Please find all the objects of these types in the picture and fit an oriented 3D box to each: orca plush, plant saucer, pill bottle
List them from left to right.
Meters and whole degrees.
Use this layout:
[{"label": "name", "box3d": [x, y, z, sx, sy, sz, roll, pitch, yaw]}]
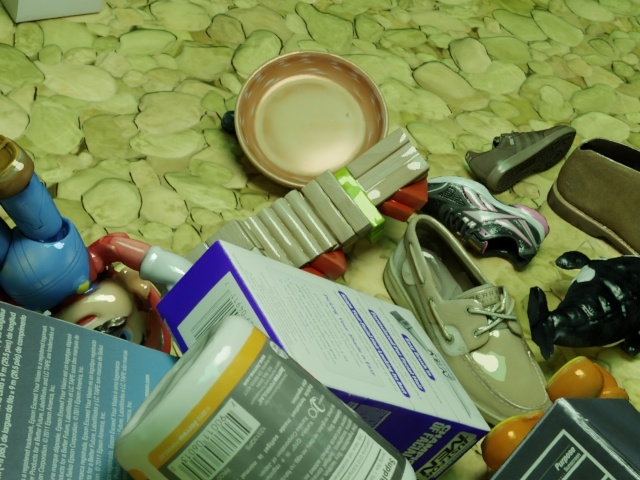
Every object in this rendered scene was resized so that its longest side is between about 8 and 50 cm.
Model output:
[{"label": "pill bottle", "box3d": [-0.022, 0.206, 1.184, 0.278, 0.162, 0.162, 42, 42, -7]}, {"label": "plant saucer", "box3d": [-0.012, -0.152, 1.834, 0.200, 0.037, 0.199, 2, 68, -4]}, {"label": "orca plush", "box3d": [0.349, 0.055, 1.712, 0.287, 0.102, 0.151, 2, 56, -47]}]

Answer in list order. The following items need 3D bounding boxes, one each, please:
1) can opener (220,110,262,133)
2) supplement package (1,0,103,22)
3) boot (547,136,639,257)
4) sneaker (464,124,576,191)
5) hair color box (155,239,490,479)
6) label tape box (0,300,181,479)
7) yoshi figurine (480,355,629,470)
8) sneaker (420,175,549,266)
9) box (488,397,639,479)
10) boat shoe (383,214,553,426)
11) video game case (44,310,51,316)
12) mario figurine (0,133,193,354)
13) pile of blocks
[{"label": "can opener", "box3d": [-0.040, -0.148, 1.883, 0.186, 0.059, 0.073, 3, 70, -3]}, {"label": "supplement package", "box3d": [-0.409, -0.436, 1.996, 0.139, 0.133, 0.244, -13, 50, -31]}, {"label": "boot", "box3d": [0.457, -0.030, 1.889, 0.305, 0.115, 0.112, 30, 41, 11]}, {"label": "sneaker", "box3d": [0.280, -0.131, 1.969, 0.188, 0.066, 0.071, -26, 57, -39]}, {"label": "hair color box", "box3d": [0.009, 0.133, 1.437, 0.339, 0.110, 0.185, 20, 29, -49]}, {"label": "label tape box", "box3d": [-0.271, 0.181, 1.256, 0.348, 0.115, 0.249, 18, 33, -17]}, {"label": "yoshi figurine", "box3d": [0.314, 0.303, 1.429, 0.203, 0.203, 0.362, -27, 64, -18]}, {"label": "sneaker", "box3d": [0.204, -0.022, 1.824, 0.178, 0.072, 0.077, 18, 52, 8]}, {"label": "box", "box3d": [0.255, 0.340, 1.248, 0.294, 0.296, 0.183, 45, 18, 26]}, {"label": "boat shoe", "box3d": [0.178, 0.095, 1.662, 0.109, 0.098, 0.302, -11, 49, -29]}, {"label": "video game case", "box3d": [-0.338, 0.110, 1.521, 0.166, 0.015, 0.119, -1, 45, -21]}, {"label": "mario figurine", "box3d": [-0.252, 0.050, 1.402, 0.198, 0.320, 0.170, -3, 52, 36]}, {"label": "pile of blocks", "box3d": [0.000, 0.000, 1.691, 0.362, 0.149, 0.112, -30, 76, -30]}]
